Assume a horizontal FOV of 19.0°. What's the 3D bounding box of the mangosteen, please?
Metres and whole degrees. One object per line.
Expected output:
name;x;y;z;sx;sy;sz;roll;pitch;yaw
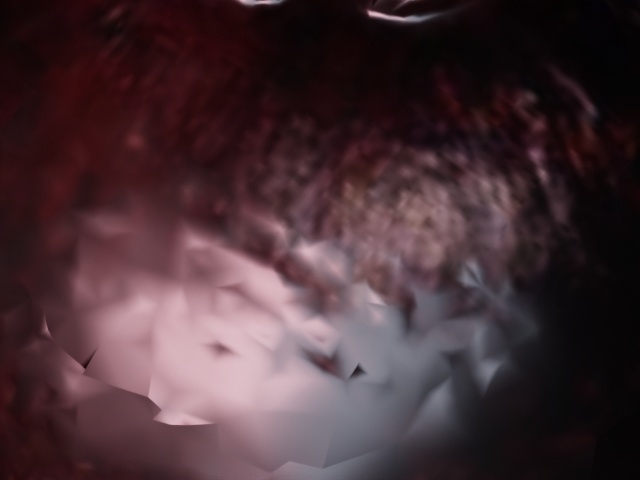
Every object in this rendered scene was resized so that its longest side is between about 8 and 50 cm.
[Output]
mangosteen;0.000;0.000;0.554;0.307;0.307;0.347;5;149;-2
